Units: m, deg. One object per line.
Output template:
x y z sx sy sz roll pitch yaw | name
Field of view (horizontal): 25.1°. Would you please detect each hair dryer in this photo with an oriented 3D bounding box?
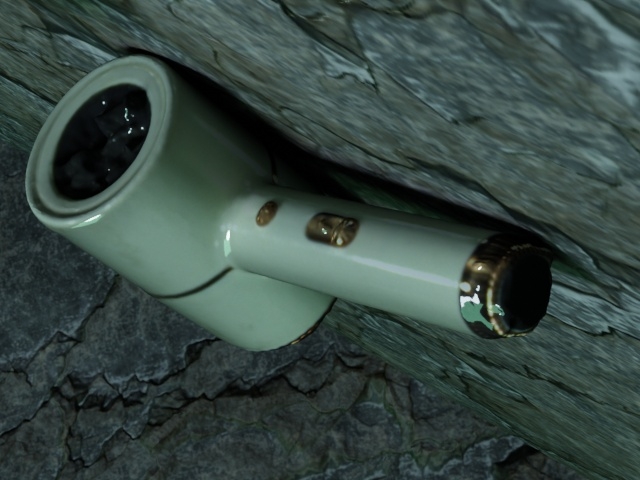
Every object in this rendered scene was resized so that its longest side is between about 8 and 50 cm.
0.000 0.000 0.867 0.362 0.128 0.203 14 162 45 | hair dryer
